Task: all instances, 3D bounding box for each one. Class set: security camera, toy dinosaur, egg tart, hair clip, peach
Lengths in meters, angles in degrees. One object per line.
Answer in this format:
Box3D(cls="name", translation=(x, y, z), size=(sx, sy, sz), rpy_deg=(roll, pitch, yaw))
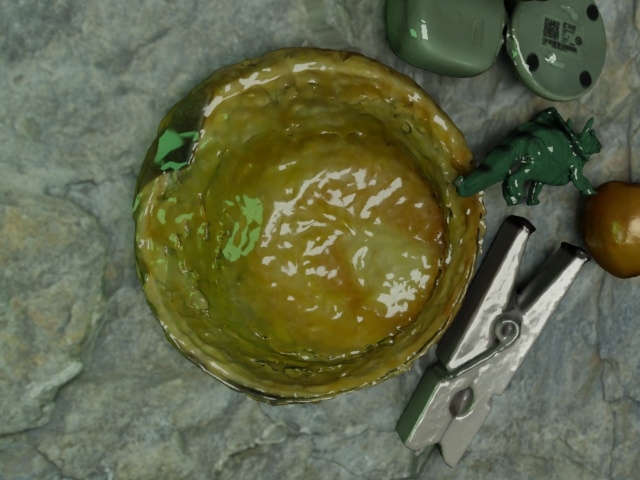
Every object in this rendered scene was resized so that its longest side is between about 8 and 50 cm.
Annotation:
Box3D(cls="security camera", translation=(0.218, -0.259, 1.186), size=(0.302, 0.080, 0.157), rpy_deg=(9, 83, -26))
Box3D(cls="toy dinosaur", translation=(0.255, -0.080, 1.195), size=(0.292, 0.079, 0.120), rpy_deg=(-32, 110, -34))
Box3D(cls="egg tart", translation=(0.000, 0.000, 1.132), size=(0.443, 0.178, 0.443), rpy_deg=(-3, 103, -13))
Box3D(cls="hair clip", translation=(0.213, 0.132, 1.255), size=(0.101, 0.085, 0.330), rpy_deg=(28, 95, -15))
Box3D(cls="peach", translation=(0.405, -0.015, 1.249), size=(0.138, 0.138, 0.138), rpy_deg=(-3, 102, -13))
